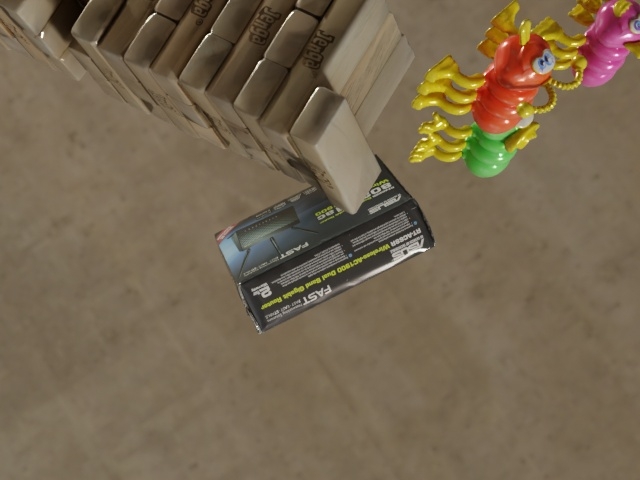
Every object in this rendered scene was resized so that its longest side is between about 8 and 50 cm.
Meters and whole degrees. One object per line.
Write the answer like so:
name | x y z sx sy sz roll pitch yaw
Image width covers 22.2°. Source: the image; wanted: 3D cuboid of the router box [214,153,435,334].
router box | 0.000 0.000 1.012 0.038 0.122 0.092 64 177 -24

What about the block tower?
block tower | -0.108 -0.132 0.867 0.335 0.097 0.091 27 169 23

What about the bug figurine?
bug figurine | 0.171 -0.135 1.095 0.072 0.279 0.216 44 156 9
